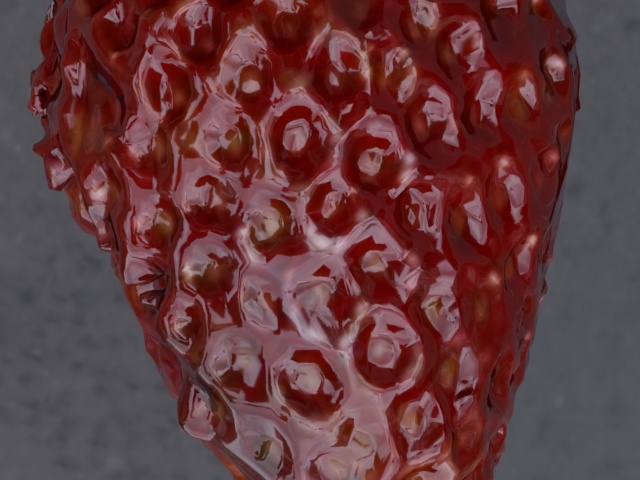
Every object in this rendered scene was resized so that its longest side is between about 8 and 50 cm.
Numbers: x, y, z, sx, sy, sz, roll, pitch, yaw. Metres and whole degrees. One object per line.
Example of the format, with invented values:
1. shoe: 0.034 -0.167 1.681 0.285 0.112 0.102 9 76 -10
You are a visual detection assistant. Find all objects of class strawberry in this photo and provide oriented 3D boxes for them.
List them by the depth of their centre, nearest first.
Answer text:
1. strawberry: 0.000 0.000 0.639 0.205 0.244 0.205 -8 165 -2
